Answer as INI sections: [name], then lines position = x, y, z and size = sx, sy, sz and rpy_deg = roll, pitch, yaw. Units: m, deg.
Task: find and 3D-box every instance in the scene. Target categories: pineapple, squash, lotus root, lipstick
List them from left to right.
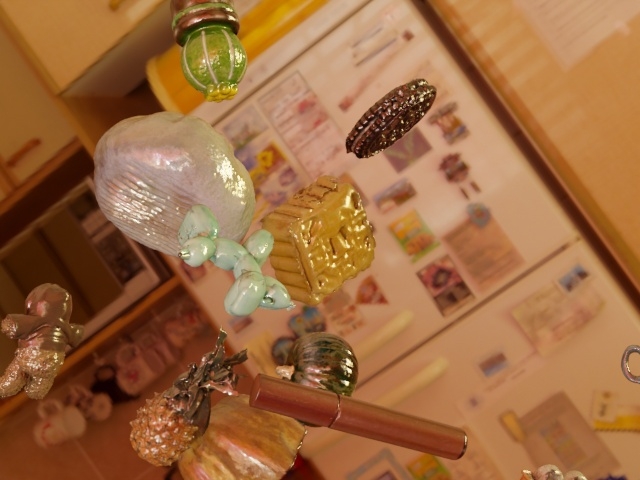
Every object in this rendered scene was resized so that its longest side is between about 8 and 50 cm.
[pineapple]
position = -0.300, 0.367, 2.044
size = 0.364, 0.165, 0.165
rpy_deg = -49, -7, 25
[lotus root]
position = -0.211, 0.534, 2.266
size = 0.316, 0.250, 0.316
rpy_deg = -53, -3, -3
[squash]
position = -0.006, 0.312, 1.999
size = 0.218, 0.172, 0.218
rpy_deg = -35, 40, 35
[lipstick]
position = 0.064, 0.278, 1.387
size = 0.057, 0.356, 0.057
rpy_deg = -163, 90, -75

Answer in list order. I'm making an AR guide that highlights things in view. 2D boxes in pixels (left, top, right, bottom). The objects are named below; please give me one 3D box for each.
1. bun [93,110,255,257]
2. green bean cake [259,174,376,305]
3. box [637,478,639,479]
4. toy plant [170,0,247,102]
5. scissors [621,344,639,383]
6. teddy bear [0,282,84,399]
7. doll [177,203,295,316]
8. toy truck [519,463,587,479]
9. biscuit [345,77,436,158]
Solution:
[bun]
position = -0.295, -0.119, 1.817
size = 0.362, 0.362, 0.211
rpy_deg = -37, 25, 49
[green bean cake]
position = 0.000, 0.000, 1.919
size = 0.224, 0.230, 0.131
rpy_deg = -36, 32, -31
[box]
position = 0.703, 0.487, 1.520
size = 0.396, 0.397, 0.111
rpy_deg = -26, 34, -12
[toy plant]
position = -0.148, -0.265, 1.191
size = 0.092, 0.162, 0.093
rpy_deg = -15, -11, -3
[scissors]
position = 0.793, 0.383, 2.082
size = 0.138, 0.289, 0.041
rpy_deg = -10, -13, 19
[teddy bear]
position = -0.359, 0.137, 1.143
size = 0.119, 0.078, 0.160
rpy_deg = 12, -82, -49
[doll]
position = -0.102, 0.033, 1.086
size = 0.059, 0.159, 0.158
rpy_deg = -56, 16, 25
[toy truck]
position = 0.549, 0.607, 1.804
size = 0.207, 0.387, 0.173
rpy_deg = -62, 28, 16
[biscuit]
position = 0.126, -0.215, 1.579
size = 0.194, 0.053, 0.194
rpy_deg = -38, -10, -8
